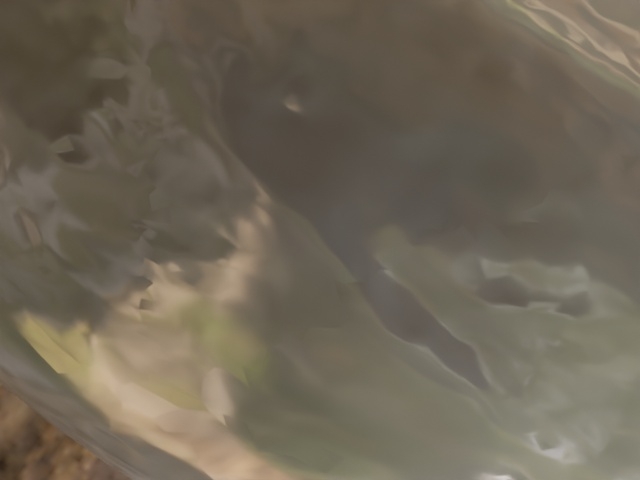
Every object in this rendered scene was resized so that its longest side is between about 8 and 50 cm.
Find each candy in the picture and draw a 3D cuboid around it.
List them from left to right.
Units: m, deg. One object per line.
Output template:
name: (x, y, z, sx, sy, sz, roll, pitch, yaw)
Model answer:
candy: (0.000, 0.000, 0.529, 0.186, 0.386, 0.427, -56, -164, -26)
